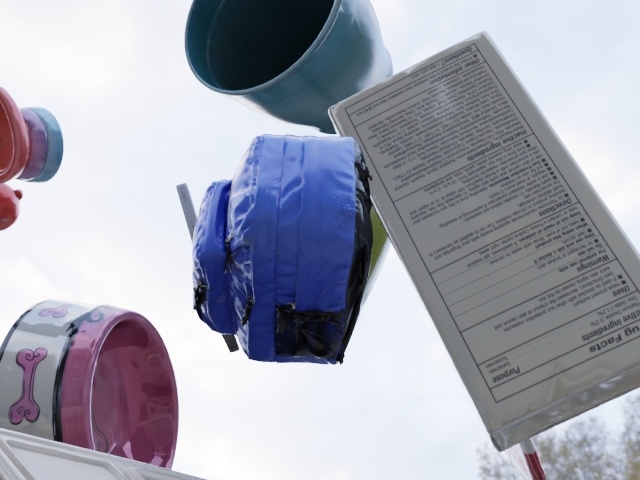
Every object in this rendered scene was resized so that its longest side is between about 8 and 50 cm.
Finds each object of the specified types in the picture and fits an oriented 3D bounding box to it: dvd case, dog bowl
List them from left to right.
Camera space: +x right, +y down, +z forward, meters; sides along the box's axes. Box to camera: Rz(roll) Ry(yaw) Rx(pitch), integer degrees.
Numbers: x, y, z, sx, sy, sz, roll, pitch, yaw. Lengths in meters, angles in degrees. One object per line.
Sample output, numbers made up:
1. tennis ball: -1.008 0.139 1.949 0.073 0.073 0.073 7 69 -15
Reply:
1. dog bowl: -0.374 0.293 1.252 0.151 0.407 0.407 -8 -44 11
2. dvd case: -0.191 0.050 1.255 0.022 0.252 0.180 -18 -26 -7

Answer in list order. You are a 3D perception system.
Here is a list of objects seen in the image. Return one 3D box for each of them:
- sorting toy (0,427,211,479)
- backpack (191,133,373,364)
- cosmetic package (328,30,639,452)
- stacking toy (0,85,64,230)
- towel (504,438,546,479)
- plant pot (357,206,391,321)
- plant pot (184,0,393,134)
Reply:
1. sorting toy: -0.038 0.172 0.335 0.229 0.307 0.041 38 -104 -42
2. backpack: -0.020 0.003 0.409 0.101 0.097 0.120 2 -42 -8
3. cosmetic package: 0.142 -0.005 0.611 0.160 0.309 0.113 -25 -27 5
4. stacking toy: -0.578 -0.173 1.290 0.309 0.279 0.130 -36 -14 31
5. towel: 0.315 0.271 1.299 0.037 0.237 0.328 -23 -71 -1
6. plant pot: 0.000 0.000 1.605 0.367 0.353 0.366 29 -32 20
7. plant pot: -0.020 -0.294 1.129 0.272 0.271 0.255 -34 -32 20
